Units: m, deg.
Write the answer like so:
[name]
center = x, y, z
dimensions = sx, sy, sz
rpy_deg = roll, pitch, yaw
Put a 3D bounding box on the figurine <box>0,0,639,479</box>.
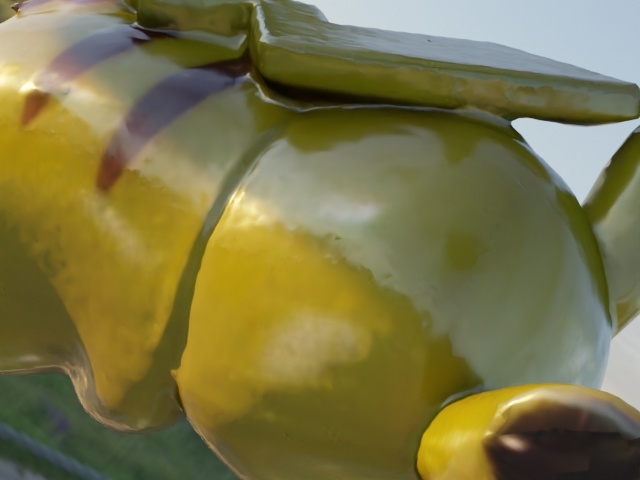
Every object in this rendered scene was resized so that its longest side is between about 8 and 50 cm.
[figurine]
center = -0.006, -0.002, 0.493
dimensions = 0.327, 0.218, 0.169
rpy_deg = 24, -49, 24
